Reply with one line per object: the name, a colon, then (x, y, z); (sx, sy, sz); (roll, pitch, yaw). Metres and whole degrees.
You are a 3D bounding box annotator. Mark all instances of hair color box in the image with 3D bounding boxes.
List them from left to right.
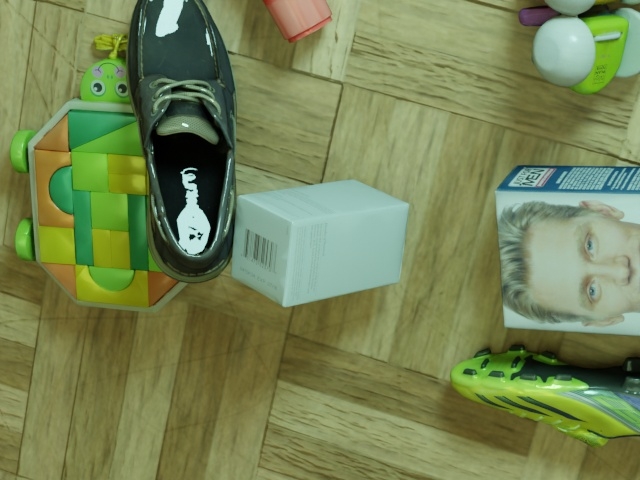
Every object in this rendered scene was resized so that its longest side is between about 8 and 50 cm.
hair color box: (0.376, 0.013, 1.497); (0.347, 0.105, 0.174); (2, 111, 24)

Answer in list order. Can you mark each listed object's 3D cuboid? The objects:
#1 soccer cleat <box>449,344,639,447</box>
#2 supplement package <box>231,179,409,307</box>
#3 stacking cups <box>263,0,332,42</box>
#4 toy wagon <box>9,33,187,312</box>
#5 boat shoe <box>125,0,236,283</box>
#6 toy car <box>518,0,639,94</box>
soccer cleat: (0.296, 0.197, 1.617); (0.289, 0.093, 0.121); (4, 115, 14)
supplement package: (0.000, 0.000, 1.571); (0.105, 0.179, 0.105); (26, 117, 45)
stacking cups: (-0.089, -0.373, 1.531); (0.096, 0.096, 0.316); (-24, 100, 21)
toy wagon: (-0.256, -0.083, 1.685); (0.267, 0.068, 0.344); (5, 109, 13)
boat shoe: (-0.147, -0.131, 1.561); (0.132, 0.130, 0.355); (-8, 86, -13)
toy car: (0.275, -0.252, 1.462); (0.136, 0.159, 0.182); (21, 117, 45)
